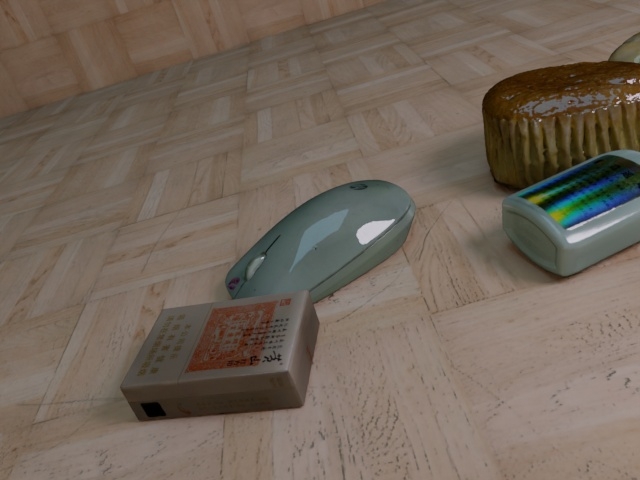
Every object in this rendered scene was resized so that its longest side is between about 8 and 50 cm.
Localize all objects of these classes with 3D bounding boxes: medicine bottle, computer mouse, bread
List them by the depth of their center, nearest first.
[{"bbox_3d":[0.348,-0.048,0.687,0.229,0.083,0.121,-25,38,-10],"label":"medicine bottle"},{"bbox_3d":[-0.001,-0.005,0.790,0.289,0.096,0.159,-28,34,-18],"label":"computer mouse"},{"bbox_3d":[0.369,-0.174,0.831,0.254,0.142,0.227,-7,25,21],"label":"bread"}]

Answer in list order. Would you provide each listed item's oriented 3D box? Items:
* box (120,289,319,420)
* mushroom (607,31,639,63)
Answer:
[{"bbox_3d":[-0.110,0.131,0.659,0.201,0.058,0.141,-8,32,15],"label":"box"},{"bbox_3d":[0.547,-0.281,0.934,0.148,0.112,0.147,-18,50,23],"label":"mushroom"}]
